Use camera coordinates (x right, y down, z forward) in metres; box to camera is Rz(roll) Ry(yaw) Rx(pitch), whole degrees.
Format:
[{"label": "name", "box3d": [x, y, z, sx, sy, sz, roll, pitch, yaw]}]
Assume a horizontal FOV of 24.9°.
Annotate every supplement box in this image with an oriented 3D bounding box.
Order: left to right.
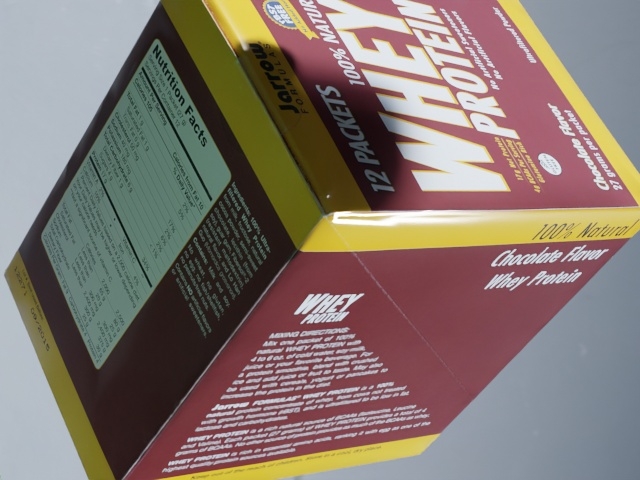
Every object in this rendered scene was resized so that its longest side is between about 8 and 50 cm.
[{"label": "supplement box", "box3d": [0.000, 0.000, 0.637, 0.191, 0.129, 0.194, -2, 142, -40]}]
